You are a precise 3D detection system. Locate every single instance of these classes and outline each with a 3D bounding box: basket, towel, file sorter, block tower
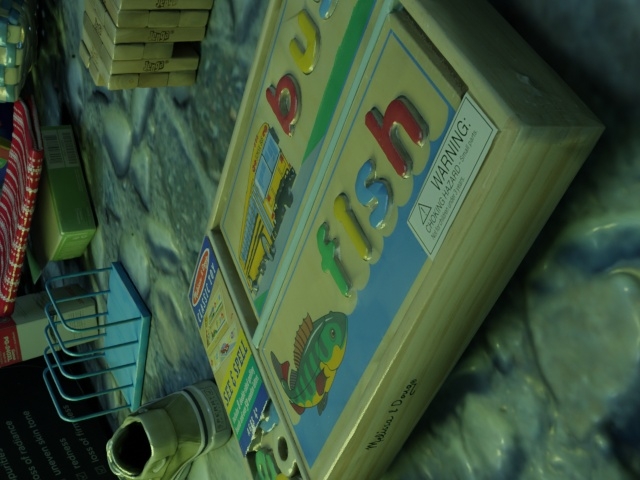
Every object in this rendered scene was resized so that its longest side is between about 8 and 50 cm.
[{"bbox_3d":[-0.564,-0.311,1.130,0.254,0.289,0.201,-108,23,-54],"label":"basket"},{"bbox_3d":[-0.441,-0.050,1.135,0.199,0.031,0.274,56,132,50],"label":"towel"},{"bbox_3d":[-0.299,0.136,1.033,0.118,0.104,0.170,47,135,40],"label":"file sorter"},{"bbox_3d":[-0.138,-0.283,0.682,0.091,0.097,0.335,56,142,33],"label":"block tower"}]

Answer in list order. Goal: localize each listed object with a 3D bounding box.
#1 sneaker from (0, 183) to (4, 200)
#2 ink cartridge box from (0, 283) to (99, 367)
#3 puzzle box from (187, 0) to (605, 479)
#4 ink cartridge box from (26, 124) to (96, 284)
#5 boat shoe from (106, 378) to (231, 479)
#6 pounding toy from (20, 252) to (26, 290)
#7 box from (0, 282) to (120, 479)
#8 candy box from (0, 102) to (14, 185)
[{"bbox_3d":[-0.599,-0.088,1.432,0.232,0.090,0.115,-70,15,-10],"label":"sneaker"},{"bbox_3d":[-0.422,0.124,1.180,0.109,0.150,0.063,24,122,53],"label":"ink cartridge box"},{"bbox_3d":[0.000,0.000,0.544,0.272,0.052,0.409,63,145,39],"label":"puzzle box"},{"bbox_3d":[-0.412,-0.048,1.206,0.235,0.056,0.171,-38,66,56],"label":"ink cartridge box"},{"bbox_3d":[-0.199,0.232,0.910,0.302,0.094,0.109,-47,59,52],"label":"boat shoe"},{"bbox_3d":[-0.590,0.081,1.502,0.237,0.110,0.183,51,135,-8],"label":"pounding toy"},{"bbox_3d":[-0.624,0.337,1.180,0.480,0.472,0.297,48,127,31],"label":"box"},{"bbox_3d":[-0.646,-0.248,1.273,0.122,0.268,0.317,-41,51,21],"label":"candy box"}]
